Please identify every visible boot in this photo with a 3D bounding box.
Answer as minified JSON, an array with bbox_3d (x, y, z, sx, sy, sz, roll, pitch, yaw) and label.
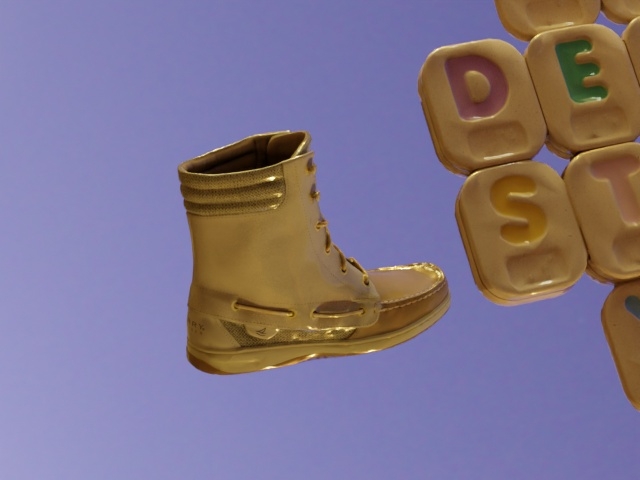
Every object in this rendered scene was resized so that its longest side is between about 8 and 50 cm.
[{"bbox_3d":[0.000,0.000,1.001,0.077,0.213,0.165,-143,-134,-59],"label":"boot"}]

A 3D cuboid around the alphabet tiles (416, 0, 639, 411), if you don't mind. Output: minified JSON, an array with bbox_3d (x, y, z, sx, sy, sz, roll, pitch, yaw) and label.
[{"bbox_3d":[0.200,-0.057,0.719,0.021,0.284,0.278,113,-36,-69],"label":"alphabet tiles"}]
